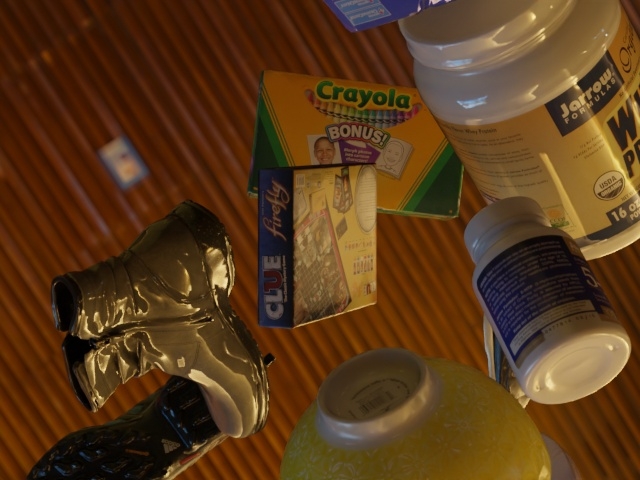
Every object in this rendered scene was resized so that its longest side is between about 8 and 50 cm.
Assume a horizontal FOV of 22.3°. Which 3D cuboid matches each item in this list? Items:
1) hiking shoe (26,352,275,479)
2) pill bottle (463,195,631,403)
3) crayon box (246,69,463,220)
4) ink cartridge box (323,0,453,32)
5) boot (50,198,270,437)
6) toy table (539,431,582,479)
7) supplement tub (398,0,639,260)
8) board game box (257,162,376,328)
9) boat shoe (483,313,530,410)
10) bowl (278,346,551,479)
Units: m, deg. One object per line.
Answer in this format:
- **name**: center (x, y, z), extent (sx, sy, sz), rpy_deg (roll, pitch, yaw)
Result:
- **hiking shoe**: center (-0.179, 0.225, 1.757), extent (0.304, 0.113, 0.132), rpy_deg (-32, 170, 11)
- **pill bottle**: center (0.209, 0.052, 1.553), extent (0.112, 0.112, 0.186), rpy_deg (-30, -128, 9)
- **crayon box**: center (0.049, -0.124, 2.150), extent (0.278, 0.165, 0.081), rpy_deg (6, 177, -4)
- **ink cartridge box**: center (0.131, -0.367, 1.594), extent (0.270, 0.151, 0.395), rpy_deg (-10, -136, 43)
- **boot**: center (-0.139, 0.096, 1.356), extent (0.161, 0.246, 0.083), rpy_deg (-34, -141, -27)
- **toy table**: center (0.287, 0.403, 2.133), extent (0.252, 0.161, 0.274), rpy_deg (5, -111, 34)
- **supplement tub**: center (0.237, -0.156, 1.727), extent (0.228, 0.316, 0.228), rpy_deg (-23, -144, 18)
- **board game box**: center (0.000, 0.000, 1.763), extent (0.042, 0.165, 0.243), rpy_deg (2, -176, 22)
- **boat shoe**: center (0.267, 0.177, 2.181), extent (0.079, 0.233, 0.084), rpy_deg (1, -153, 16)
- **bowl**: center (0.074, 0.203, 1.644), extent (0.289, 0.156, 0.289), rpy_deg (-17, -149, 10)
